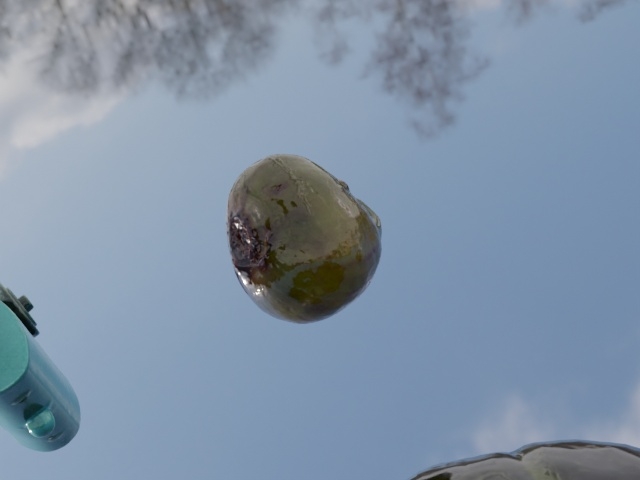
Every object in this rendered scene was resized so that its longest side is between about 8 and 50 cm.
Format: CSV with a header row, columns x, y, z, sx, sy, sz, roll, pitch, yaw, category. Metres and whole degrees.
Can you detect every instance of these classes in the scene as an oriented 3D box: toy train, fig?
x,y,z,sx,sy,sz,roll,pitch,yaw,category
-0.260,0.092,1.215,0.101,0.159,0.248,-39,162,-9,toy train
0.000,0.000,0.790,0.098,0.082,0.084,-1,-156,-33,fig

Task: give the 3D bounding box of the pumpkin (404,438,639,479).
x,y,z,sx,sy,sz,roll,pitch,yaw,category
0.103,0.241,0.653,0.320,0.320,0.192,-22,-171,-7,pumpkin
